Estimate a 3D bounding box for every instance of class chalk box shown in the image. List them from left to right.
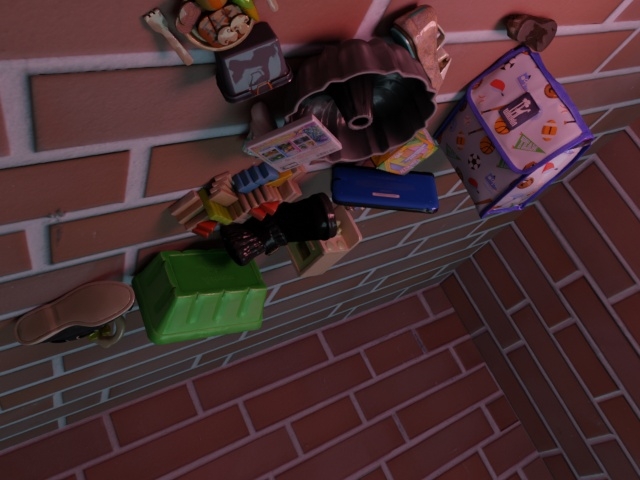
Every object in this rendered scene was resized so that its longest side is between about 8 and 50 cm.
[{"bbox_3d":[0.220,-0.270,1.473,0.132,0.132,0.213,-38,159,29],"label":"chalk box"}]

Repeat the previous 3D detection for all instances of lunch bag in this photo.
[{"bbox_3d":[0.540,-0.298,1.539,0.238,0.328,0.385,-15,159,-28],"label":"lunch bag"}]

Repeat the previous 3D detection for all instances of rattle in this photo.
[{"bbox_3d":[-0.639,0.231,1.709,0.200,0.130,0.142,-58,167,7],"label":"rattle"}]

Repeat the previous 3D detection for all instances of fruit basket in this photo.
[{"bbox_3d":[-0.385,0.189,1.663,0.391,0.283,0.392,-21,148,-14],"label":"fruit basket"}]

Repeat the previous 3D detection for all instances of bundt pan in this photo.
[{"bbox_3d":[0.070,-0.298,1.141,0.330,0.124,0.331,-10,160,-4],"label":"bundt pan"}]

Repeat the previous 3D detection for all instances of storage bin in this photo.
[{"bbox_3d":[-0.124,-0.317,0.963,0.135,0.098,0.091,-25,150,-8],"label":"storage bin"}]

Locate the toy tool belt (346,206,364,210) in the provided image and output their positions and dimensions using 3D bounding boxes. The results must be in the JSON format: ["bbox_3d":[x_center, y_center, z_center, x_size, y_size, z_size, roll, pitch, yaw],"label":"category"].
[{"bbox_3d":[0.122,-0.133,1.837,0.083,0.052,0.051,-13,125,-43],"label":"toy tool belt"}]

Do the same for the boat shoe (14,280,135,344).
[{"bbox_3d":[-0.669,0.212,1.527,0.339,0.127,0.113,-25,162,-2],"label":"boat shoe"}]

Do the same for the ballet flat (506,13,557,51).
[{"bbox_3d":[0.526,-0.525,1.361,0.249,0.058,0.084,-15,137,-46],"label":"ballet flat"}]

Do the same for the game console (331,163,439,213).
[{"bbox_3d":[0.175,-0.118,1.580,0.292,0.250,0.173,5,131,0],"label":"game console"}]

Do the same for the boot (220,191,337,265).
[{"bbox_3d":[-0.122,-0.025,1.507,0.260,0.131,0.348,-20,-176,-23],"label":"boot"}]

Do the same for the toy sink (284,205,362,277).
[{"bbox_3d":[0.000,0.000,1.842,0.131,0.153,0.234,-5,152,-47],"label":"toy sink"}]

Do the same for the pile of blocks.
[{"bbox_3d":[-0.192,-0.102,1.380,0.362,0.113,0.149,-25,161,-9],"label":"pile of blocks"}]

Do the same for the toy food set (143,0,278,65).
[{"bbox_3d":[-0.162,-0.351,0.853,0.192,0.039,0.132,-30,147,8],"label":"toy food set"}]

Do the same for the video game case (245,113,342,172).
[{"bbox_3d":[-0.053,-0.199,1.139,0.157,0.019,0.143,-18,158,21],"label":"video game case"}]

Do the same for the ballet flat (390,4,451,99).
[{"bbox_3d":[0.238,-0.404,1.208,0.106,0.107,0.316,-43,160,2],"label":"ballet flat"}]

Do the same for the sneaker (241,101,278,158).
[{"bbox_3d":[-0.135,-0.227,1.205,0.094,0.080,0.212,-16,162,3],"label":"sneaker"}]
